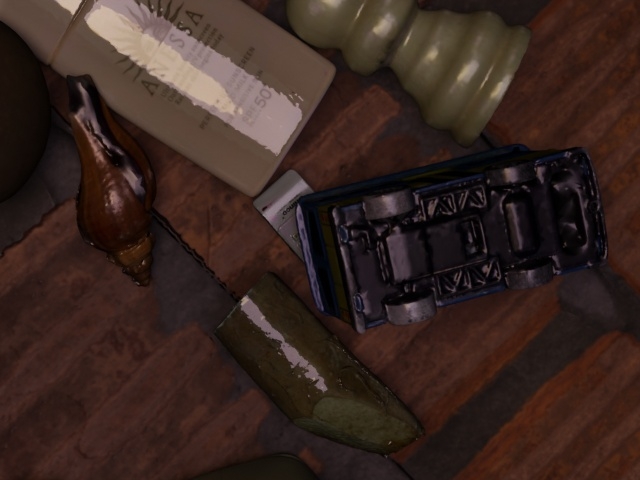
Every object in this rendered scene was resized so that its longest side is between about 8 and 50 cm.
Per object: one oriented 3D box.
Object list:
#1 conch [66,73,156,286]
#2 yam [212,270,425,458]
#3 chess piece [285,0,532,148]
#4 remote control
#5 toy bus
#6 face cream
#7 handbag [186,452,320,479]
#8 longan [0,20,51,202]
[{"bbox_3d":[-0.214,-0.055,1.224,0.086,0.080,0.233,-11,119,-28],"label":"conch"},{"bbox_3d":[-0.003,0.153,1.277,0.106,0.106,0.259,-44,97,-2],"label":"yam"},{"bbox_3d":[0.080,-0.219,1.243,0.251,0.144,0.144,27,91,-4],"label":"chess piece"},{"bbox_3d":[0.000,0.000,1.299,0.065,0.029,0.166,-43,103,-8],"label":"remote control"},{"bbox_3d":[0.136,-0.008,1.227,0.287,0.175,0.138,-14,98,-14],"label":"toy bus"},{"bbox_3d":[-0.169,-0.208,1.232,0.348,0.081,0.174,34,91,-9],"label":"face cream"},{"bbox_3d":[-0.080,0.320,1.171,0.241,0.315,0.109,-18,99,-5],"label":"handbag"},{"bbox_3d":[-0.364,-0.137,1.163,0.198,0.198,0.212,-35,81,-3],"label":"longan"}]
